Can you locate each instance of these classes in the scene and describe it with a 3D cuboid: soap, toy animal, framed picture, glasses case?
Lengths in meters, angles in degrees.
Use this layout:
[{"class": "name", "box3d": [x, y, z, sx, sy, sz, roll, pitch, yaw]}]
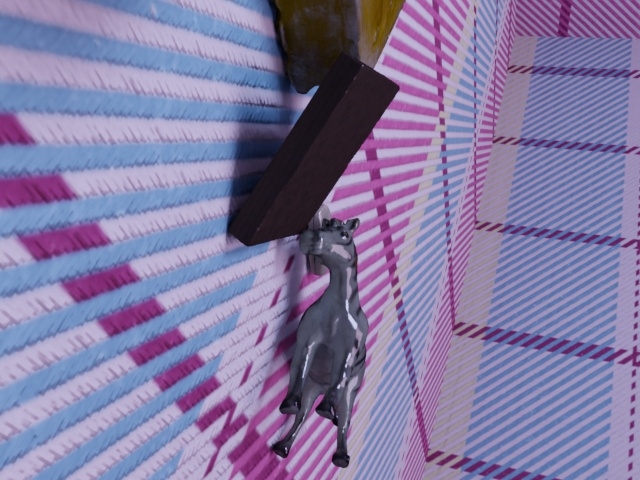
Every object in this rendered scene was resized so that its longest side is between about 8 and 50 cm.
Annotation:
[{"class": "soap", "box3d": [0.036, -0.274, 0.607, 0.160, 0.080, 0.257, 82, 25, -49]}, {"class": "toy animal", "box3d": [0.007, 0.116, 0.650, 0.170, 0.090, 0.254, -61, 161, -57]}, {"class": "framed picture", "box3d": [-0.001, -0.073, 0.549, 0.168, 0.023, 0.128, -56, 168, 16]}, {"class": "glasses case", "box3d": [0.000, 0.000, 0.703, 0.032, 0.021, 0.083, -44, 139, -52]}]
